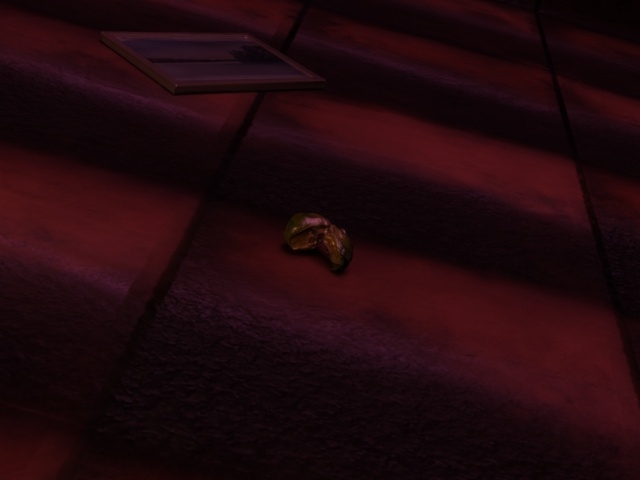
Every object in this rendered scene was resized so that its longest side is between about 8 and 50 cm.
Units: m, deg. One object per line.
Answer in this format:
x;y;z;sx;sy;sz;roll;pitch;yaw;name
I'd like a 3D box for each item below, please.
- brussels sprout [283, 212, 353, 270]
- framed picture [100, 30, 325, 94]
0.001;0.000;1.272;0.083;0.046;0.051;29;71;13;brussels sprout
-0.163;-0.278;1.777;0.289;0.016;0.213;-9;34;-41;framed picture
